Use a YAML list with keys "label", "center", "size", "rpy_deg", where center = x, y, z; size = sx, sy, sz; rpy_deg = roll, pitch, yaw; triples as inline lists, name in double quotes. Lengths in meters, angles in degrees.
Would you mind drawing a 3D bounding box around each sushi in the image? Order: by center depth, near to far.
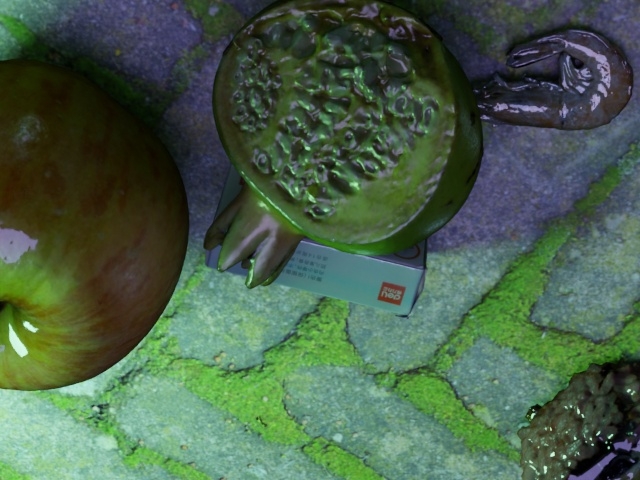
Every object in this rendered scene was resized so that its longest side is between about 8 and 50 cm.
- label: "sushi"
  center: [0.407, 0.298, 1.863]
  size: [0.236, 0.171, 0.270]
  rpy_deg: [39, 115, -18]

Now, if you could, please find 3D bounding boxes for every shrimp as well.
- label: "shrimp"
  center: [0.251, -0.187, 1.627]
  size: [0.223, 0.047, 0.126]
  rpy_deg: [2, 119, 1]

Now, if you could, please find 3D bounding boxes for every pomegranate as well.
- label: "pomegranate"
  center: [0.016, -0.105, 1.588]
  size: [0.310, 0.216, 0.358]
  rpy_deg: [40, 107, 5]

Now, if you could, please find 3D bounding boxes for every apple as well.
- label: "apple"
  center: [-0.348, -0.025, 1.649]
  size: [0.400, 0.334, 0.400]
  rpy_deg: [6, 143, 4]

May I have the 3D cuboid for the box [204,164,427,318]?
- label: "box"
  center: [0.000, 0.000, 1.726]
  size: [0.269, 0.135, 0.079]
  rpy_deg: [13, 125, -3]
